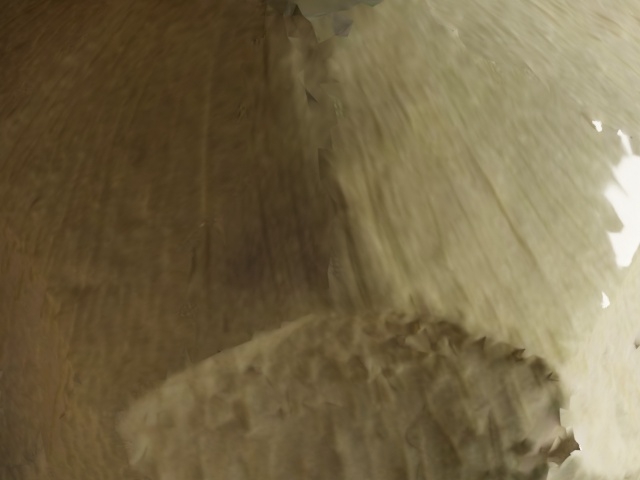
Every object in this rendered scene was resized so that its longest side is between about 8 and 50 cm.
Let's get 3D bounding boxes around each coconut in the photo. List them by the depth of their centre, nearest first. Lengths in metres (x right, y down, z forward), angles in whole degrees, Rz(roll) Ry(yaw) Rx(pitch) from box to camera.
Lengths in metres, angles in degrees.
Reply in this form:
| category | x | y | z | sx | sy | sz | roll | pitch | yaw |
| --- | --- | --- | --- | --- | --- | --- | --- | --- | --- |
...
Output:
| category | x | y | z | sx | sy | sz | roll | pitch | yaw |
| --- | --- | --- | --- | --- | --- | --- | --- | --- | --- |
| coconut | 0.000 | 0.000 | 0.637 | 0.360 | 0.346 | 0.346 | 95 | -4 | -49 |
